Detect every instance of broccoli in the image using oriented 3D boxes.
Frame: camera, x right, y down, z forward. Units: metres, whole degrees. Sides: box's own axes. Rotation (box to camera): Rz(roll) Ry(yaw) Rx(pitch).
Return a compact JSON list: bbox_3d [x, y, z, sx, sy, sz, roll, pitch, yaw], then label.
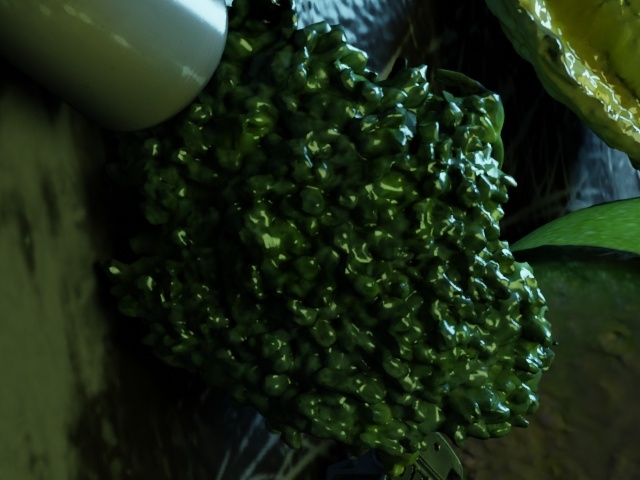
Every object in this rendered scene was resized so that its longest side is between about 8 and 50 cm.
[{"bbox_3d":[0.000,0.000,1.095,0.245,0.248,0.288,68,10,-81],"label":"broccoli"}]

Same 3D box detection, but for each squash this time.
[{"bbox_3d":[0.262,0.088,1.291,0.309,0.310,0.310,-36,113,-49],"label":"squash"}]

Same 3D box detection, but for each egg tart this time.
[{"bbox_3d":[0.237,-0.153,1.369,0.288,0.118,0.288,32,33,-24],"label":"egg tart"}]

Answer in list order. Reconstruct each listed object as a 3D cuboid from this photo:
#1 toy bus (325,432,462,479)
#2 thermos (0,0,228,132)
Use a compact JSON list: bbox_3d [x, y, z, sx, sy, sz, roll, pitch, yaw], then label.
[{"bbox_3d":[0.028,0.191,1.160,0.073,0.076,0.167,49,52,-34],"label":"toy bus"},{"bbox_3d":[-0.152,-0.126,0.949,0.137,0.105,0.193,-47,145,7],"label":"thermos"}]
